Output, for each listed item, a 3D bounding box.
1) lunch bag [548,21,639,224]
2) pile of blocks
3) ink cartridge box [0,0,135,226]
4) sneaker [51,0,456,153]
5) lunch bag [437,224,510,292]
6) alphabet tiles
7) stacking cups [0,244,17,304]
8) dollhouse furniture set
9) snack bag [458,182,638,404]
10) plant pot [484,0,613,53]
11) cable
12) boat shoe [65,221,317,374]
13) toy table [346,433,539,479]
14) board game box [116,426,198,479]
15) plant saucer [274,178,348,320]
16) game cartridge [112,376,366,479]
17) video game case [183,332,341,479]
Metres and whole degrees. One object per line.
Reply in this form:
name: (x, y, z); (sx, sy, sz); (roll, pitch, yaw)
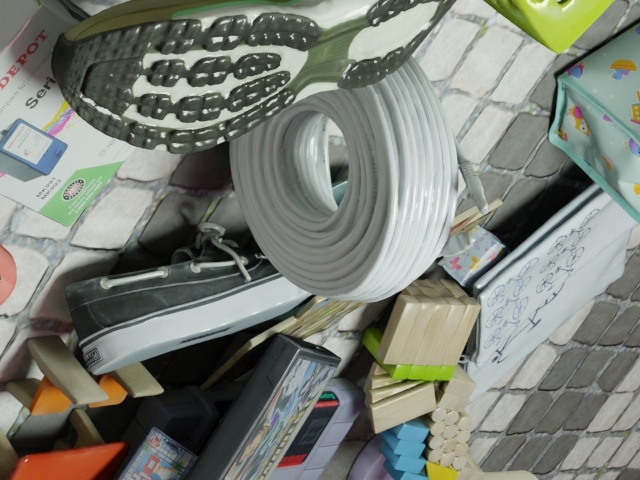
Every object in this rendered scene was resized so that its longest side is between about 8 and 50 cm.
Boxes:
lunch bag: (0.429, -0.128, 2.156); (0.223, 0.262, 0.160); (-32, 147, -21)
pile of blocks: (0.107, 0.188, 2.274); (0.149, 0.112, 0.362); (-18, 126, -18)
ink cartridge box: (-0.235, -0.118, 1.504); (0.154, 0.093, 0.212); (-49, 148, 5)
sneaker: (-0.071, -0.198, 1.526); (0.410, 0.182, 0.158); (-20, 149, -43)
lunch bag: (0.188, 0.022, 2.246); (0.071, 0.053, 0.083); (-49, 160, 4)
alphabet tiles: (0.033, 0.057, 2.008); (0.342, 0.011, 0.285); (-29, 172, -28)
stacking cups: (-0.336, -0.029, 1.504); (0.096, 0.096, 0.316); (-45, 155, -2)
dollhouse furniture set: (-0.291, 0.237, 1.817); (0.259, 0.135, 0.262); (-2, 129, -50)
snack bag: (0.298, 0.054, 2.379); (0.323, 0.037, 0.342); (-39, 157, -21)
plant pot: (0.173, -0.337, 1.634); (0.228, 0.227, 0.207); (-49, 143, 6)
cable: (0.017, -0.068, 1.722); (0.089, 0.257, 0.257); (-10, 161, -40)
boat shoe: (-0.108, 0.040, 1.841); (0.306, 0.105, 0.113); (-18, 171, -28)
toy table: (0.153, 0.362, 2.505); (0.252, 0.161, 0.274); (-49, 151, 4)
board game box: (-0.204, 0.311, 1.930); (0.194, 0.060, 0.194); (-53, 169, -22)
plant saucer: (0.000, 0.000, 1.996); (0.195, 0.037, 0.195); (-32, 146, -24)
game cartridge: (-0.110, 0.260, 2.154); (0.355, 0.068, 0.230); (1, 131, -52)
video game case: (-0.080, 0.227, 1.973); (0.275, 0.035, 0.248); (-58, 168, 0)
